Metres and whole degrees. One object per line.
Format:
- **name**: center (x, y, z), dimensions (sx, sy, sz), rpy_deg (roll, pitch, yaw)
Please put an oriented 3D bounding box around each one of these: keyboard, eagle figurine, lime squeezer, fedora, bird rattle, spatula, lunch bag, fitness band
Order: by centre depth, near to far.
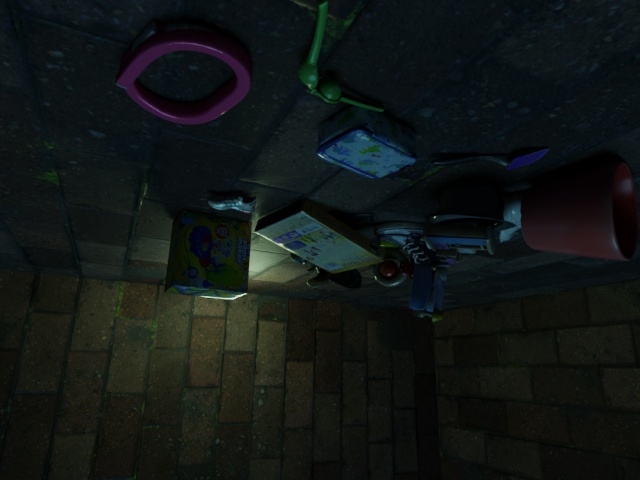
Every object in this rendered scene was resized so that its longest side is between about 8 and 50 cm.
- **lime squeezer**: center (0.024, -0.316, 0.813), dimensions (0.109, 0.059, 0.310), rpy_deg (-35, 151, 12)
- **fitness band**: center (-0.261, -0.309, 0.825), dimensions (0.208, 0.054, 0.290), rpy_deg (17, 159, -42)
- **lunch bag**: center (0.110, -0.225, 1.021), dimensions (0.218, 0.090, 0.176), rpy_deg (16, 161, -38)
- **spatula**: center (0.441, -0.212, 1.134), dimensions (0.296, 0.031, 0.084), rpy_deg (0, 166, 4)
- **fedora**: center (0.467, -0.101, 1.337), dimensions (0.243, 0.125, 0.275), rpy_deg (7, 171, -12)
- **keyboard**: center (0.107, -0.069, 1.627), dimensions (0.191, 0.038, 0.100), rpy_deg (-1, 163, 10)
- **bird rattle**: center (0.327, 0.110, 1.850), dimensions (0.207, 0.254, 0.143), rpy_deg (-45, 154, 11)
- **eagle figurine**: center (0.050, 0.150, 2.061), dimensions (0.225, 0.226, 0.298), rpy_deg (-32, 140, 3)

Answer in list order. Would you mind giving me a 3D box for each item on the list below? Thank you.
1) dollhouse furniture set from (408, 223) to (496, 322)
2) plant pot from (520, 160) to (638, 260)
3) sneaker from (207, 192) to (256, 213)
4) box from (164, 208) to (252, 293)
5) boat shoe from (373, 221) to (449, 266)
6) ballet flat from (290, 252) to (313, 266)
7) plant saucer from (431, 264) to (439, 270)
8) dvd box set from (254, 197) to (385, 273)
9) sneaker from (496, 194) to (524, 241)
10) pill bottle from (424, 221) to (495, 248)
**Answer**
- **dollhouse furniture set**: center (0.431, 0.131, 1.354), dimensions (0.198, 0.304, 0.286), rpy_deg (4, 163, 30)
- **plant pot**: center (0.732, -0.072, 1.224), dimensions (0.274, 0.275, 0.243), rpy_deg (16, 166, -40)
- **sneaker**: center (-0.289, -0.137, 1.420), dimensions (0.161, 0.057, 0.075), rpy_deg (9, 145, -20)
- **box**: center (-0.433, 0.063, 1.667), dimensions (0.279, 0.290, 0.177), rpy_deg (10, 161, -29)
- **boat shoe**: center (0.379, 0.022, 1.696), dimensions (0.340, 0.158, 0.127), rpy_deg (3, 163, -7)
- **ballet flat**: center (-0.071, 0.085, 2.134), dimensions (0.070, 0.070, 0.188), rpy_deg (-11, 161, 36)
- **plant saucer**: center (0.435, 0.111, 1.685), dimensions (0.083, 0.015, 0.083), rpy_deg (-4, 163, -1)
- **dvd box set**: center (0.000, 0.000, 1.653), dimensions (0.420, 0.062, 0.307), rpy_deg (29, 150, -30)
- **sneaker**: center (0.665, -0.072, 1.465), dimensions (0.129, 0.111, 0.297), rpy_deg (-10, 162, 17)
- **pill bottle**: center (0.502, -0.031, 1.556), dimensions (0.229, 0.131, 0.131), rpy_deg (-8, 161, 29)
